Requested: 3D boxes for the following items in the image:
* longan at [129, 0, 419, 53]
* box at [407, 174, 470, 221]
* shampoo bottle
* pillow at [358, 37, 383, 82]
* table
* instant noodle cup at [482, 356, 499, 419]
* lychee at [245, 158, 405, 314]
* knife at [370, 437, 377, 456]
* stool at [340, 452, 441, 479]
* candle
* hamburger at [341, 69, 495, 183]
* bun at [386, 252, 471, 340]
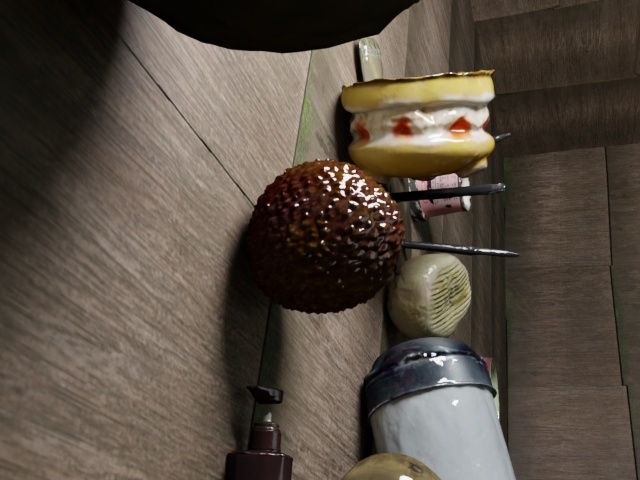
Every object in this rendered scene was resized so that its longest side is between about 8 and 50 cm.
[{"bbox_3d":[-0.033,-0.326,0.519,0.391,0.391,0.391,-4,90,-70],"label":"longan"},{"bbox_3d":[0.283,-0.124,1.684,0.151,0.135,0.151,-5,90,-68],"label":"box"},{"bbox_3d":[-0.066,0.276,0.757,0.068,0.067,0.236,64,27,-66],"label":"shampoo bottle"},{"bbox_3d":[0.103,-0.283,1.369,0.130,0.033,0.217,-18,103,-67],"label":"pillow"},{"bbox_3d":[0.262,-0.083,1.448,0.317,0.249,0.317,-4,90,-70],"label":"table"},{"bbox_3d":[0.285,0.342,1.528,0.235,0.178,0.235,-4,90,-72],"label":"instant noodle cup"},{"bbox_3d":[0.001,-0.002,0.840,0.194,0.194,0.194,-4,90,-70],"label":"lychee"},{"bbox_3d":[0.096,0.406,1.199,0.365,0.043,0.089,-69,150,-50],"label":"knife"},{"bbox_3d":[0.065,0.399,0.918,0.264,0.179,0.179,-2,88,-70],"label":"stool"},{"bbox_3d":[0.196,0.347,1.147,0.221,0.221,0.342,55,22,-54],"label":"candle"},{"bbox_3d":[0.168,-0.194,1.236,0.303,0.261,0.186,-107,-168,-76],"label":"hamburger"},{"bbox_3d":[0.212,0.107,1.423,0.193,0.128,0.178,-24,114,-44],"label":"bun"}]
